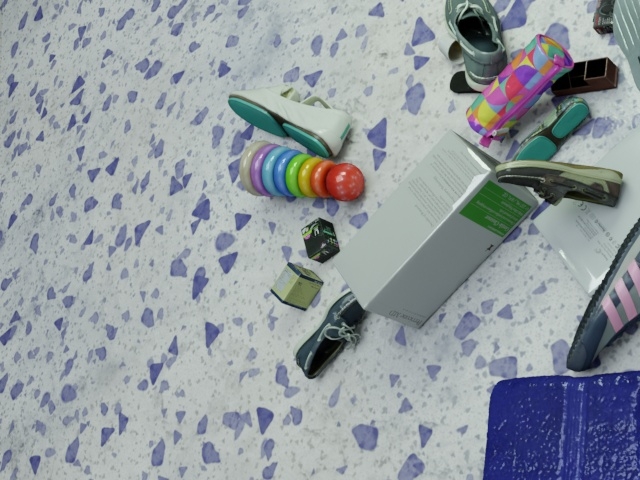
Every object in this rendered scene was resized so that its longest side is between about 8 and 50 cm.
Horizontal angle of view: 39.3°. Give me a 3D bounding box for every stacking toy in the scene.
[{"bbox_3d":[-0.033,-0.157,2.141,0.330,0.141,0.141,11,80,38],"label":"stacking toy"}]

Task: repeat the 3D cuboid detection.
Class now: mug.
[{"bbox_3d":[0.301,-0.432,1.995,0.064,0.078,0.062,-129,38,-51],"label":"mug"}]

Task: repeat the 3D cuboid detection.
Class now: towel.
[{"bbox_3d":[0.432,0.343,1.538,0.308,0.076,0.227,-10,59,40],"label":"towel"}]

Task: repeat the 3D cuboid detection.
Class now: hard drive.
[{"bbox_3d":[0.552,-0.066,1.611,0.307,0.040,0.203,-45,48,20],"label":"hard drive"}]

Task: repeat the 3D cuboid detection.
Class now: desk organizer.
[{"bbox_3d":[0.509,-0.319,1.749,0.130,0.050,0.047,-2,71,42],"label":"desk organizer"}]

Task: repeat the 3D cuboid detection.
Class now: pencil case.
[{"bbox_3d":[0.390,-0.294,1.771,0.236,0.105,0.104,-51,44,37],"label":"pencil case"}]

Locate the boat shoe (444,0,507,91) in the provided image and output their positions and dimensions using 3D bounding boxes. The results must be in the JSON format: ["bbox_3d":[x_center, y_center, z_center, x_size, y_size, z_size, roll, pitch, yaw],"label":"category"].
[{"bbox_3d":[0.331,-0.456,1.894,0.116,0.099,0.319,-8,53,3],"label":"boat shoe"}]

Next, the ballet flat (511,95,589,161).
[{"bbox_3d":[0.448,-0.209,1.763,0.188,0.070,0.070,-42,49,20],"label":"ballet flat"}]

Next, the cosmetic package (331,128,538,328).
[{"bbox_3d":[0.224,-0.015,1.785,0.365,0.197,0.155,-51,47,17],"label":"cosmetic package"}]

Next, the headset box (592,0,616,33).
[{"bbox_3d":[0.573,-0.441,1.753,0.083,0.032,0.062,4,76,42],"label":"headset box"}]

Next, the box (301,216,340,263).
[{"bbox_3d":[0.000,0.000,2.086,0.062,0.052,0.083,-35,53,29],"label":"box"}]

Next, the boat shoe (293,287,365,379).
[{"bbox_3d":[0.034,0.198,1.943,0.254,0.095,0.079,-47,46,20],"label":"boat shoe"}]

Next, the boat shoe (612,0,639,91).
[{"bbox_3d":[0.606,-0.366,1.665,0.083,0.076,0.226,141,128,-60],"label":"boat shoe"}]

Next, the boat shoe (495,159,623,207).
[{"bbox_3d":[0.424,-0.099,1.601,0.224,0.080,0.073,5,82,3],"label":"boat shoe"}]

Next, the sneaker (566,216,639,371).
[{"bbox_3d":[0.533,0.107,1.518,0.131,0.112,0.318,28,110,10],"label":"sneaker"}]

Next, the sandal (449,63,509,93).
[{"bbox_3d":[0.345,-0.345,1.918,0.179,0.040,0.067,4,76,44],"label":"sandal"}]

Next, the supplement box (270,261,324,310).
[{"bbox_3d":[-0.054,0.106,2.069,0.056,0.083,0.083,42,103,44],"label":"supplement box"}]

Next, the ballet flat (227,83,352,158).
[{"bbox_3d":[-0.069,-0.319,2.247,0.400,0.139,0.139,29,94,41],"label":"ballet flat"}]
